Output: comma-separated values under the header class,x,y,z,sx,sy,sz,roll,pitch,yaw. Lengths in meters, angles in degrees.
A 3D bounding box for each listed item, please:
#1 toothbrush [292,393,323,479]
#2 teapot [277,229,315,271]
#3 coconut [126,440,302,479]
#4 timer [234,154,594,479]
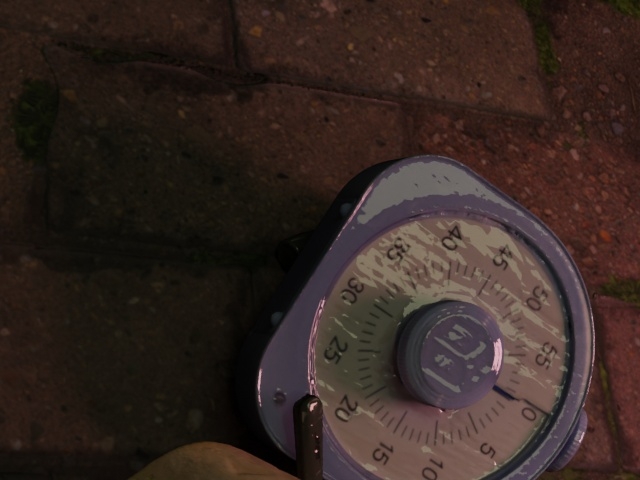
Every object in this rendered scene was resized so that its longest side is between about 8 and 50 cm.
class,x,y,z,sx,sy,sz,roll,pitch,yaw
toothbrush,-0.007,0.301,1.451,0.030,0.030,0.297,-8,102,-29
teapot,0.000,0.000,1.685,0.110,0.043,0.043,-28,83,-39
coconut,-0.108,0.341,1.321,0.328,0.329,0.329,13,61,-25
timer,0.131,0.125,1.540,0.395,0.173,0.395,1,87,-15
